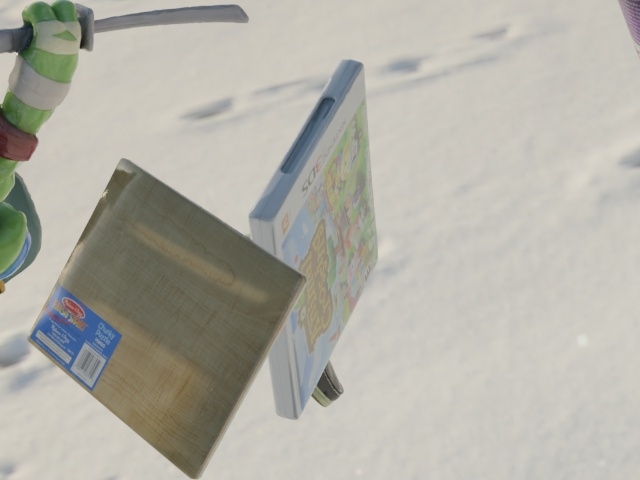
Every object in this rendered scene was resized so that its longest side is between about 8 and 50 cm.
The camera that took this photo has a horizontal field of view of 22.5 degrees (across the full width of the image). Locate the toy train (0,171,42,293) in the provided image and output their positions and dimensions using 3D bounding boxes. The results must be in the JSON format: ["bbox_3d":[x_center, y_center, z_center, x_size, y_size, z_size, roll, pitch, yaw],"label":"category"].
[{"bbox_3d":[-0.373,-0.030,1.284,0.190,0.142,0.334,-38,46,-25],"label":"toy train"}]

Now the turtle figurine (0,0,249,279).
[{"bbox_3d":[-0.236,-0.110,0.911,0.198,0.266,0.274,29,81,35],"label":"turtle figurine"}]

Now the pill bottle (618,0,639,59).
[{"bbox_3d":[0.290,-0.226,1.315,0.108,0.193,0.108,-16,46,17],"label":"pill bottle"}]

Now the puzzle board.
[{"bbox_3d":[-0.069,0.031,0.701,0.128,0.096,0.011,32,7,39],"label":"puzzle board"}]

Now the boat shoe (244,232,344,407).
[{"bbox_3d":[-0.021,0.084,1.846,0.073,0.223,0.080,-27,8,5],"label":"boat shoe"}]

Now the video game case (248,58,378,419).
[{"bbox_3d":[0.000,0.000,1.248,0.023,0.212,0.193,11,45,18],"label":"video game case"}]
